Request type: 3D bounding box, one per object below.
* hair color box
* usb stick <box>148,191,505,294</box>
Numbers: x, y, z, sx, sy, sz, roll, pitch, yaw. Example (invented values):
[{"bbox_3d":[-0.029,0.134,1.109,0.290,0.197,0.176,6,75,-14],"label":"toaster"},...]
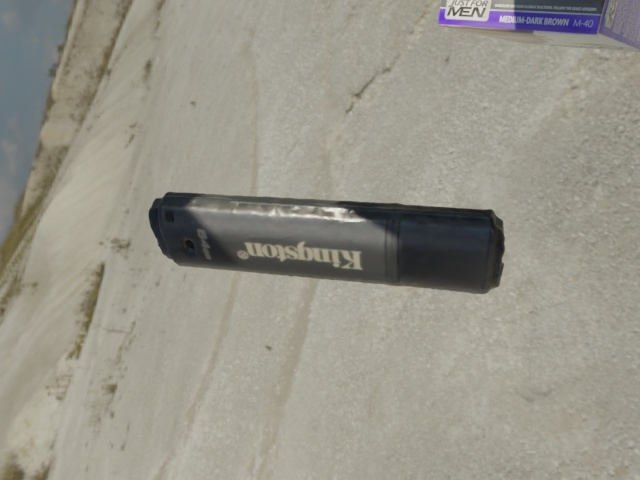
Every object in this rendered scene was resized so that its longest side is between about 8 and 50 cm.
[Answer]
[{"bbox_3d":[0.313,-0.314,0.698,0.185,0.338,0.110,19,112,33],"label":"hair color box"},{"bbox_3d":[0.000,0.000,0.418,0.077,0.277,0.045,79,-159,-49],"label":"usb stick"}]
